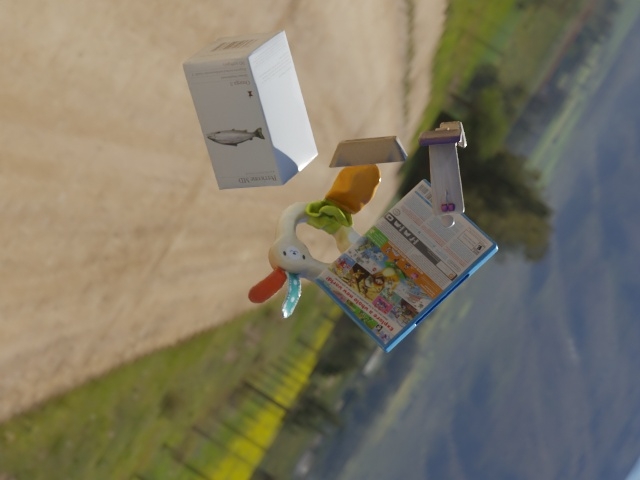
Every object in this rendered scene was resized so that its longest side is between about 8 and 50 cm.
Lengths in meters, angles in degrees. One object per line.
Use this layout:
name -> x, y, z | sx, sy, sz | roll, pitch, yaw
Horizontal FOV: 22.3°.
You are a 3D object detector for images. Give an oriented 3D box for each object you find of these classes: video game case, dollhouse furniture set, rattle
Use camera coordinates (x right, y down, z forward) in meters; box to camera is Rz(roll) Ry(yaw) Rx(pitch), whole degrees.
video game case -> 0.092, 0.026, 1.752 | 0.166, 0.119, 0.015 | -42, 153, -6
dollhouse furniture set -> 0.069, -0.052, 1.389 | 0.091, 0.114, 0.081 | -64, 149, -76
rattle -> 0.000, 0.000, 2.118 | 0.142, 0.130, 0.199 | -27, -175, 42

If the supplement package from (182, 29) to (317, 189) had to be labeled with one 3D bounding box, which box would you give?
supplement package -> -0.090, -0.169, 2.109 | 0.105, 0.105, 0.179 | -45, 125, -53
